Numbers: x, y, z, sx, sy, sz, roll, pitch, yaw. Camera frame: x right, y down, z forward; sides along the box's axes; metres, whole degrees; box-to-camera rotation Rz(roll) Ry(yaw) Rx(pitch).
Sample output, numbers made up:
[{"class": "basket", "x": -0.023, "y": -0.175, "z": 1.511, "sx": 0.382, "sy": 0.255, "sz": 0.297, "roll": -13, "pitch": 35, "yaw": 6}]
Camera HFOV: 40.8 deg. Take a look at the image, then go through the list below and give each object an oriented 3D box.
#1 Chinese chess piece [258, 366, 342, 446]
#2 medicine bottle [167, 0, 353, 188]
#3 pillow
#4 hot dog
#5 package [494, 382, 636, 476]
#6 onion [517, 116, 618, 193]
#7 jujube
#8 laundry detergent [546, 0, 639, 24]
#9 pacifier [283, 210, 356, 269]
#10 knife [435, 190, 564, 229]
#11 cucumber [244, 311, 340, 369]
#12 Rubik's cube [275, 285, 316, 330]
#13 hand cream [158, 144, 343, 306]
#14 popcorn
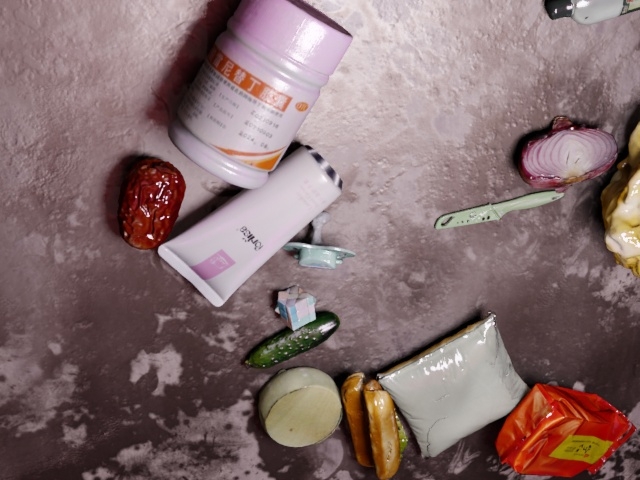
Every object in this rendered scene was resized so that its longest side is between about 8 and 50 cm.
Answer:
[{"class": "Chinese chess piece", "x": -0.045, "y": 0.369, "z": 1.911, "sx": 0.188, "sy": 0.083, "sz": 0.188, "roll": -8, "pitch": 121, "yaw": -13}, {"class": "medicine bottle", "x": -0.107, "y": -0.270, "z": 1.493, "sx": 0.202, "sy": 0.202, "sz": 0.316, "roll": 25, "pitch": 107, "yaw": -24}, {"class": "pillow", "x": 0.313, "y": 0.338, "z": 1.963, "sx": 0.310, "sy": 0.119, "sz": 0.312, "roll": -31, "pitch": 122, "yaw": 1}, {"class": "hot dog", "x": 0.126, "y": 0.423, "z": 1.943, "sx": 0.100, "sy": 0.135, "sz": 0.337, "roll": -40, "pitch": 138, "yaw": -27}, {"class": "package", "x": 0.582, "y": 0.461, "z": 2.052, "sx": 0.423, "sy": 0.123, "sz": 0.196, "roll": 16, "pitch": 115, "yaw": -43}, {"class": "onion", "x": 0.501, "y": -0.169, "z": 1.768, "sx": 0.206, "sy": 0.151, "sz": 0.098, "roll": -7, "pitch": 153, "yaw": 1}, {"class": "jujube", "x": -0.318, "y": -0.064, "z": 1.598, "sx": 0.112, "sy": 0.109, "sz": 0.176, "roll": 27, "pitch": 115, "yaw": 11}, {"class": "laundry detergent", "x": 0.539, "y": -0.468, "z": 1.637, "sx": 0.225, "sy": 0.070, "sz": 0.099, "roll": -16, "pitch": 128, "yaw": -5}, {"class": "pacifier", "x": 0.000, "y": 0.000, "z": 1.733, "sx": 0.150, "sy": 0.127, "sz": 0.116, "roll": 3, "pitch": 78, "yaw": 13}, {"class": "knife", "x": 0.383, "y": -0.065, "z": 1.833, "sx": 0.293, "sy": 0.020, "sz": 0.043, "roll": -12, "pitch": 121, "yaw": -8}, {"class": "cucumber", "x": -0.062, "y": 0.217, "z": 1.837, "sx": 0.227, "sy": 0.069, "sz": 0.069, "roll": -28, "pitch": 120, "yaw": 5}, {"class": "Rubik's cube", "x": -0.053, "y": 0.137, "z": 1.795, "sx": 0.084, "sy": 0.073, "sz": 0.075, "roll": -11, "pitch": 114, "yaw": -37}, {"class": "hand cream", "x": -0.122, "y": -0.034, "z": 1.652, "sx": 0.358, "sy": 0.118, "sz": 0.185, "roll": -40, "pitch": 123, "yaw": 5}, {"class": "popcorn", "x": 0.759, "y": -0.062, "z": 1.747, "sx": 0.390, "sy": 0.354, "sz": 0.344, "roll": 37, "pitch": 84, "yaw": -26}]
